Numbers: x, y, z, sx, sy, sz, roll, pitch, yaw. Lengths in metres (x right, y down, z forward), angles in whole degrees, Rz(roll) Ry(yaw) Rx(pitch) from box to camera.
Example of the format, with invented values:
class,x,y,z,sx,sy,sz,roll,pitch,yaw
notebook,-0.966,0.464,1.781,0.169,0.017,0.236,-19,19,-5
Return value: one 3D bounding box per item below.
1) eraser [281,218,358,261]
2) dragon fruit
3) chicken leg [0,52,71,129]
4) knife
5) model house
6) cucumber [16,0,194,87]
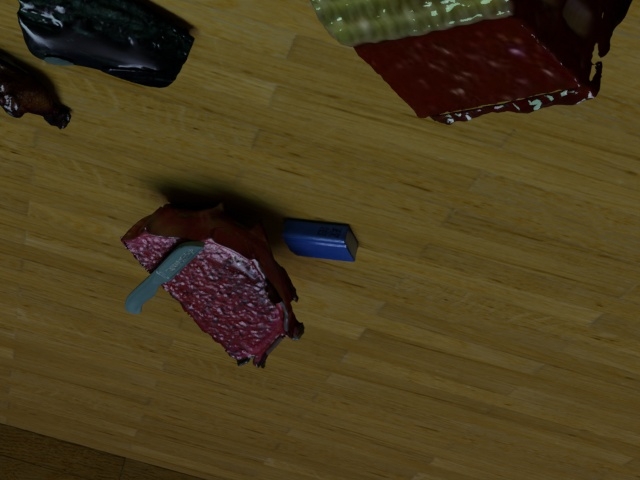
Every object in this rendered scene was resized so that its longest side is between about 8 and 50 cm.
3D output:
class,x,y,z,sx,sy,sz,roll,pitch,yaw
eraser,0.000,0.000,2.280,0.085,0.027,0.063,7,159,18
dragon fruit,-0.101,0.031,2.287,0.161,0.126,0.274,-14,129,41
chicken leg,-0.355,-0.174,2.040,0.205,0.053,0.093,37,173,-32
knife,-0.196,0.043,2.240,0.028,0.015,0.210,40,141,-6
model house,0.106,-0.225,1.472,0.196,0.160,0.254,-6,150,43
cucumber,-0.231,-0.209,1.841,0.193,0.085,0.115,16,158,-23
